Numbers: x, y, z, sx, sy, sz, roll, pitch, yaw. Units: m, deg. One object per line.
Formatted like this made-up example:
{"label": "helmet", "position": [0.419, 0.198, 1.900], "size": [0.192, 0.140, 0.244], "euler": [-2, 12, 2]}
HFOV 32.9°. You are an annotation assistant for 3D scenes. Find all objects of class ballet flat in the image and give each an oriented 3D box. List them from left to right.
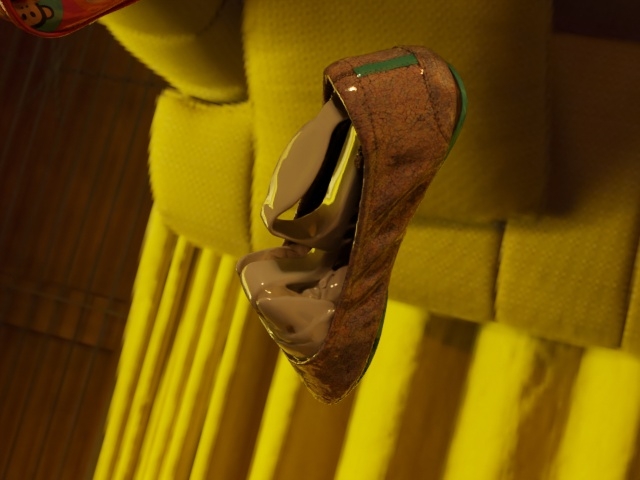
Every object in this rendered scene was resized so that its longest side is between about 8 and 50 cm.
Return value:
{"label": "ballet flat", "position": [0.000, 0.000, 0.762], "size": [0.106, 0.316, 0.107], "euler": [-7, -139, -30]}

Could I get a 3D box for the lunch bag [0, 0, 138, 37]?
{"label": "lunch bag", "position": [-0.200, -0.347, 0.960], "size": [0.120, 0.293, 0.258], "euler": [33, 150, 51]}
